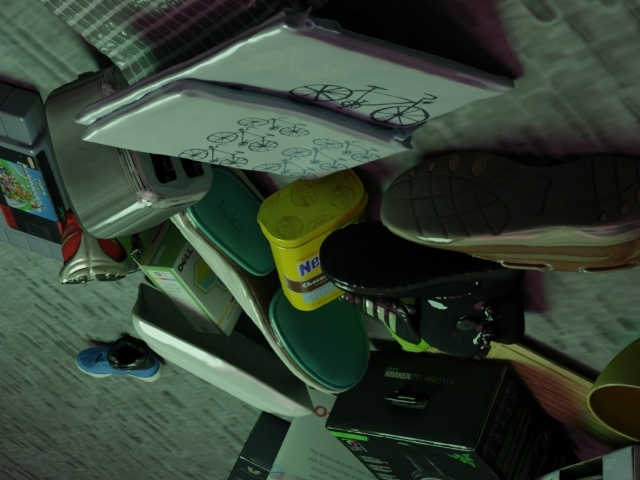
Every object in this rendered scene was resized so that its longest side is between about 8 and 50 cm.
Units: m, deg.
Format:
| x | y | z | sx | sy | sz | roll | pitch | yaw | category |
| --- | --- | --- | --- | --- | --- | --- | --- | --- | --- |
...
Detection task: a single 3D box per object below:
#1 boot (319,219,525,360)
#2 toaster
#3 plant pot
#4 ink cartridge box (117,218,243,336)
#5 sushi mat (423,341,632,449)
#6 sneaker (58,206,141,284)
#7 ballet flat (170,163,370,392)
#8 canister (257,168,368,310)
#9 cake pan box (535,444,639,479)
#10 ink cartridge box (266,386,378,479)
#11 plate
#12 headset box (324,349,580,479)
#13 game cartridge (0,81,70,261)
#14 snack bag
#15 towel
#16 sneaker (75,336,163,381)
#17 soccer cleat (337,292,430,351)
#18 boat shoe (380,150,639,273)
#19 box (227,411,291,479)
| x | y | z | sx | sy | sz | roll | pitch | yaw | category |
| --- | --- | --- | --- | --- | --- | --- | --- | --- | --- |
| 0.125 | 0.067 | 1.699 | 0.246 | 0.094 | 0.207 | -4 | 146 | 0 | boot |
| -0.216 | -0.100 | 1.651 | 0.146 | 0.129 | 0.227 | -22 | 84 | 47 | toaster |
| 0.393 | 0.167 | 1.701 | 0.134 | 0.095 | 0.134 | 19 | 151 | 11 | plant pot |
| -0.169 | 0.023 | 1.897 | 0.062 | 0.109 | 0.209 | 2 | 143 | 36 | ink cartridge box |
| 0.279 | 0.182 | 1.892 | 0.316 | 0.019 | 0.151 | 27 | 152 | -2 | sushi mat |
| -0.292 | -0.010 | 1.921 | 0.107 | 0.118 | 0.279 | -4 | -176 | -7 | sneaker |
| -0.073 | 0.035 | 1.850 | 0.139 | 0.139 | 0.400 | -5 | 134 | 43 | ballet flat |
| 0.000 | 0.000 | 1.717 | 0.073 | 0.126 | 0.170 | 53 | 167 | 31 | canister |
| 0.438 | 0.323 | 1.844 | 0.267 | 0.070 | 0.246 | 10 | 157 | -20 | cake pan box |
| 0.019 | 0.411 | 2.175 | 0.226 | 0.306 | 0.131 | 24 | 152 | 4 | ink cartridge box |
| -0.146 | 0.160 | 2.023 | 0.278 | 0.045 | 0.277 | 30 | -176 | -8 | plate |
| 0.180 | 0.273 | 1.981 | 0.246 | 0.131 | 0.283 | 5 | 148 | 37 | headset box |
| -0.451 | -0.102 | 1.975 | 0.230 | 0.068 | 0.355 | 22 | 151 | 17 | game cartridge |
| -0.020 | -0.131 | 1.441 | 0.323 | 0.037 | 0.342 | 10 | 161 | -42 | snack bag |
| -0.152 | -0.249 | 1.431 | 0.235 | 0.121 | 0.284 | 39 | 149 | -20 | towel |
| -0.338 | 0.188 | 2.347 | 0.152 | 0.058 | 0.084 | 9 | 153 | 20 | sneaker |
| 0.083 | 0.074 | 1.834 | 0.179 | 0.060 | 0.072 | 39 | 139 | -15 | soccer cleat |
| 0.213 | -0.015 | 1.528 | 0.324 | 0.123 | 0.116 | 6 | 147 | 35 | boat shoe |
| -0.059 | 0.379 | 2.404 | 0.156 | 0.093 | 0.158 | 26 | 152 | 0 | box |
